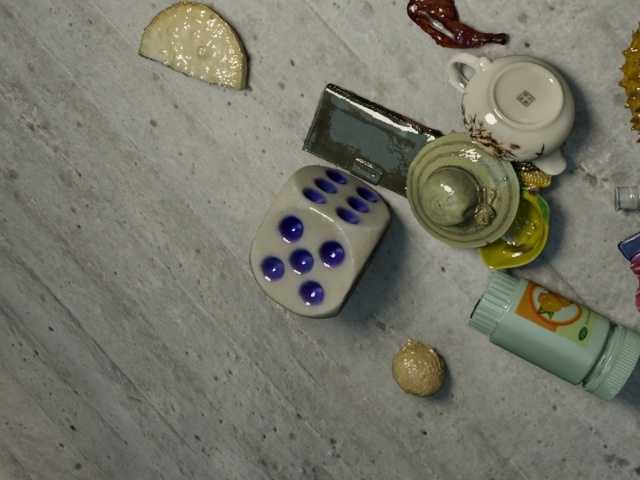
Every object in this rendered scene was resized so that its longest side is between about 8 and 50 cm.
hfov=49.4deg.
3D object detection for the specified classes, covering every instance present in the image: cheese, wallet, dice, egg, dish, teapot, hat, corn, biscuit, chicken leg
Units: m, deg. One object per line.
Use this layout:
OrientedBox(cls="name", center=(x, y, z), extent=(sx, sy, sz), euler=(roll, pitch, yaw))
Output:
OrientedBox(cls="cheese", center=(0.686, 0.089, 1.371), extent=(0.155, 0.062, 0.244), euler=(-34, 93, 32))
OrientedBox(cls="wallet", center=(0.125, -0.208, 1.519), extent=(0.317, 0.044, 0.168), euler=(26, 114, 11))
OrientedBox(cls="dice", center=(0.000, 0.000, 1.531), extent=(0.243, 0.259, 0.251), euler=(31, 118, 9))
OrientedBox(cls="egg", center=(0.229, 0.306, 1.634), extent=(0.140, 0.118, 0.116), euler=(49, 164, -10))
OrientedBox(cls="dish", center=(0.403, -0.035, 1.440), extent=(0.149, 0.080, 0.207), euler=(34, 121, 13))
OrientedBox(cls="teapot", center=(0.363, -0.261, 1.333), extent=(0.208, 0.166, 0.299), euler=(-44, 69, 1))
OrientedBox(cls="hat", center=(0.262, -0.086, 1.390), extent=(0.252, 0.110, 0.251), euler=(13, 116, 29))
OrientedBox(cls="corn", center=(0.372, -0.140, 1.420), extent=(0.203, 0.072, 0.071), euler=(7, 112, 21))
OrientedBox(cls="biscuit", center=(-0.293, -0.452, 1.588), extent=(0.281, 0.084, 0.179), euler=(18, 116, 18))
OrientedBox(cls="chicken leg", center=(0.262, -0.424, 1.374), extent=(0.205, 0.053, 0.093), euler=(38, 106, 2))

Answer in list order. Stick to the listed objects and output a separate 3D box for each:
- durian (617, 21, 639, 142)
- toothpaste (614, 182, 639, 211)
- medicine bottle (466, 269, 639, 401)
OrientedBox(cls="durian", center=(0.629, -0.266, 1.231), extent=(0.191, 0.112, 0.341), euler=(3, 113, 21))
OrientedBox(cls="toothpaste", center=(0.684, -0.086, 1.315), extent=(0.234, 0.057, 0.089), euler=(-3, 105, 17))
OrientedBox(cls="medicine bottle", center=(0.479, 0.189, 1.447), extent=(0.318, 0.158, 0.158), euler=(26, 118, 12))
